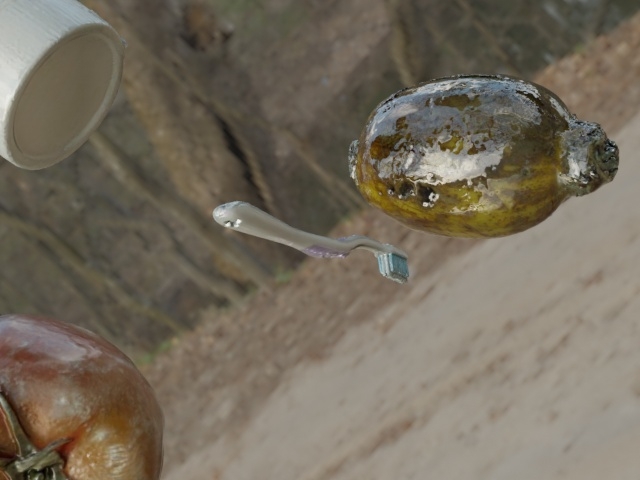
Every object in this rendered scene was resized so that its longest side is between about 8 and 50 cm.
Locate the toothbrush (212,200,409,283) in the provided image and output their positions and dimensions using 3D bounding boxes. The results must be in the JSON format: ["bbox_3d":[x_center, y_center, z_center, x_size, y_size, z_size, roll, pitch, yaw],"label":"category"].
[{"bbox_3d":[0.000,0.000,0.537,0.011,0.013,0.131,-21,-17,24],"label":"toothbrush"}]

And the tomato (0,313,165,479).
[{"bbox_3d":[-0.206,0.170,1.324,0.181,0.155,0.214,-106,22,-73],"label":"tomato"}]

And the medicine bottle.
[{"bbox_3d":[-0.278,-0.167,1.221,0.144,0.252,0.144,-46,-20,-22],"label":"medicine bottle"}]

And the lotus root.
[{"bbox_3d":[0.107,-0.059,1.109,0.209,0.120,0.120,0,40,37],"label":"lotus root"}]
